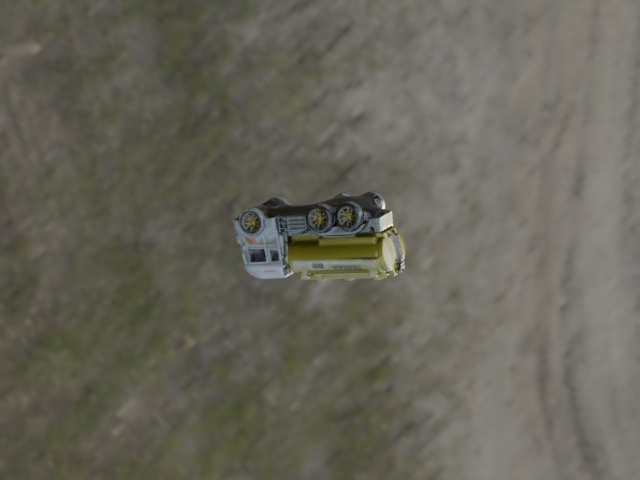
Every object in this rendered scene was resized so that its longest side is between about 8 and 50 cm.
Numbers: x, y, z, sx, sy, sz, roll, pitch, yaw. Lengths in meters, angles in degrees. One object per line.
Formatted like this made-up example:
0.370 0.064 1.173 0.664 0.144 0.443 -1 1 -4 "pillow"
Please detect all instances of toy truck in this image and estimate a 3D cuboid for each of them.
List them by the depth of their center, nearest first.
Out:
0.000 0.000 1.385 0.052 0.123 0.063 -27 112 -62 "toy truck"
